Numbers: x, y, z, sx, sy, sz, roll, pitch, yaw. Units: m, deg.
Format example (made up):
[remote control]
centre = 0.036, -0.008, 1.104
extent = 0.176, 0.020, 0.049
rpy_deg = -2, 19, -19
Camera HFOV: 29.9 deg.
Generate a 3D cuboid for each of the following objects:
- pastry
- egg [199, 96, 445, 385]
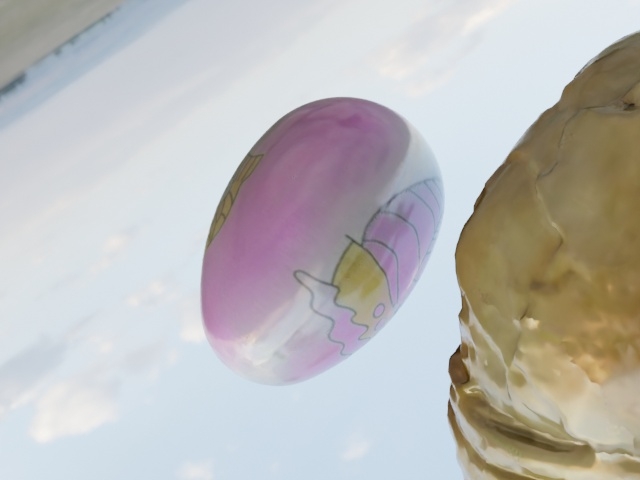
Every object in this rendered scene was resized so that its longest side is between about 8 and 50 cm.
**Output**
[pastry]
centre = 0.263, 0.051, 0.716
extent = 0.409, 0.409, 0.245
rpy_deg = -38, -137, -18
[egg]
centre = 0.000, 0.000, 1.055
extent = 0.196, 0.196, 0.271
rpy_deg = -17, -138, 51
